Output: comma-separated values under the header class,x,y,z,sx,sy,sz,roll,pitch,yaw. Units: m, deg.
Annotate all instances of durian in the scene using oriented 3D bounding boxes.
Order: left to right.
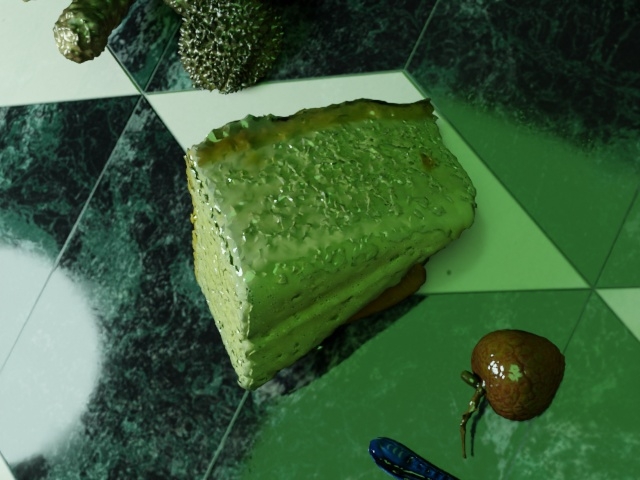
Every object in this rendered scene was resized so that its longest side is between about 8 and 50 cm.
class,x,y,z,sx,sy,sz,roll,pitch,yaw
durian,-0.130,-0.294,1.218,0.148,0.091,0.189,-1,76,14

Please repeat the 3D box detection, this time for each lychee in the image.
class,x,y,z,sx,sy,sz,roll,pitch,yaw
lychee,0.214,0.159,1.022,0.140,0.101,0.115,-22,83,-32

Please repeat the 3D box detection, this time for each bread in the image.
class,x,y,z,sx,sy,sz,roll,pitch,yaw
bread,0.000,0.000,1.107,0.315,0.279,0.248,-8,49,-23

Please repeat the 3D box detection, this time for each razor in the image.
class,x,y,z,sx,sy,sz,roll,pitch,yaw
razor,0.199,0.310,1.030,0.324,0.093,0.056,20,119,21

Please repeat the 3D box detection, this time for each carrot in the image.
class,x,y,z,sx,sy,sz,roll,pitch,yaw
carrot,0.027,0.082,1.118,0.256,0.061,0.061,-31,73,10

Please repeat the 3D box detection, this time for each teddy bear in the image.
class,x,y,z,sx,sy,sz,roll,pitch,yaw
teddy bear,-0.249,-0.397,1.209,0.222,0.246,0.296,-15,34,40
